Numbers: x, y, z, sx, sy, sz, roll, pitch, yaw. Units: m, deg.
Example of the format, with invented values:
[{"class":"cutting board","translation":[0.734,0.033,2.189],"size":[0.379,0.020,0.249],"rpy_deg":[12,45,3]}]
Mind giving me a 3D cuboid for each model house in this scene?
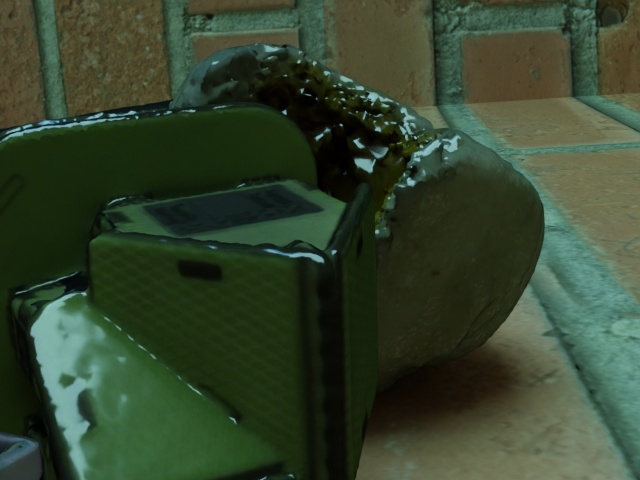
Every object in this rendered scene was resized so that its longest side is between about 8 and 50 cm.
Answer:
[{"class":"model house","translation":[-0.041,0.068,0.506],"size":[0.204,0.219,0.278],"rpy_deg":[-11,19,-22]}]

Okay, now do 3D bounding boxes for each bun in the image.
[{"class":"bun","translation":[0.002,0.002,0.777],"size":[0.281,0.205,0.281],"rpy_deg":[33,-1,0]}]

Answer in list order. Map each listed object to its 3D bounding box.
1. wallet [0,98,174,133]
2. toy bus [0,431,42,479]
[{"class":"wallet","translation":[-0.258,0.022,0.768],"size":[0.062,0.228,0.406],"rpy_deg":[43,35,24]},{"class":"toy bus","translation":[-0.204,0.154,0.371],"size":[0.090,0.112,0.274],"rpy_deg":[2,15,26]}]
